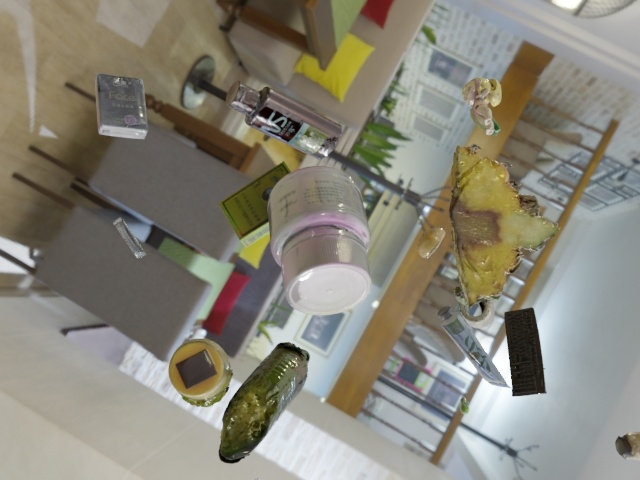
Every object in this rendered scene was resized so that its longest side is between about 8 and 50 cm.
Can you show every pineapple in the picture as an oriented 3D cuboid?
[{"bbox_3d":[0.285,-0.035,0.977,0.140,0.164,0.250,-27,105,-86],"label":"pineapple"}]

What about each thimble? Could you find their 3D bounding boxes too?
[{"bbox_3d":[0.478,0.206,1.851,0.102,0.115,0.090,-33,149,7],"label":"thimble"}]

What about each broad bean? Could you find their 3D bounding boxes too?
[{"bbox_3d":[0.377,0.127,1.452,0.213,0.048,0.070,10,136,-47],"label":"broad bean"}]

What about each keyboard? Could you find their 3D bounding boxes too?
[{"bbox_3d":[0.513,0.275,1.513,0.017,0.087,0.251,55,32,-38],"label":"keyboard"}]

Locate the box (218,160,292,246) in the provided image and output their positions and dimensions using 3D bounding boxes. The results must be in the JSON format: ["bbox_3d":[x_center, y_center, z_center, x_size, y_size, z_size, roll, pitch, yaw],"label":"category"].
[{"bbox_3d":[-0.151,-0.100,1.657,0.220,0.141,0.064,-31,155,-2],"label":"box"}]

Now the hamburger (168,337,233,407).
[{"bbox_3d":[-0.247,0.272,1.246,0.126,0.141,0.081,-43,170,-10],"label":"hamburger"}]

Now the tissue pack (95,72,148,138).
[{"bbox_3d":[-0.484,-0.325,1.462,0.051,0.112,0.156,-44,-128,51],"label":"tissue pack"}]

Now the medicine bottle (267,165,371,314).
[{"bbox_3d":[0.000,0.000,1.436,0.241,0.241,0.302,112,-23,-45],"label":"medicine bottle"}]

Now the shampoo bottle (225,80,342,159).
[{"bbox_3d":[-0.100,-0.331,1.644,0.129,0.323,0.084,-44,-141,32],"label":"shampoo bottle"}]

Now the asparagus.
[{"bbox_3d":[-0.109,0.312,1.219,0.128,0.108,0.382,-56,174,13],"label":"asparagus"}]

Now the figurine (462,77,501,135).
[{"bbox_3d":[0.346,-0.285,1.263,0.187,0.083,0.083,-86,-164,-51],"label":"figurine"}]

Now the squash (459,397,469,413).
[{"bbox_3d":[0.379,0.436,1.589,0.027,0.027,0.089,-62,169,8],"label":"squash"}]

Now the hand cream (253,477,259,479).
[{"bbox_3d":[-0.042,0.558,1.025,0.111,0.312,0.070,-31,168,-44],"label":"hand cream"}]

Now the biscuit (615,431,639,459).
[{"bbox_3d":[0.663,0.366,1.119,0.055,0.219,0.061,-100,179,-57],"label":"biscuit"}]

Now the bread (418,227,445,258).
[{"bbox_3d":[0.321,0.000,1.774,0.082,0.056,0.115,-53,177,35],"label":"bread"}]

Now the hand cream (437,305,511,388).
[{"bbox_3d":[0.408,0.292,1.616,0.058,0.271,0.091,-40,-172,-23],"label":"hand cream"}]

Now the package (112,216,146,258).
[{"bbox_3d":[-0.462,-0.005,1.461,0.037,0.110,0.015,-25,-169,35],"label":"package"}]
